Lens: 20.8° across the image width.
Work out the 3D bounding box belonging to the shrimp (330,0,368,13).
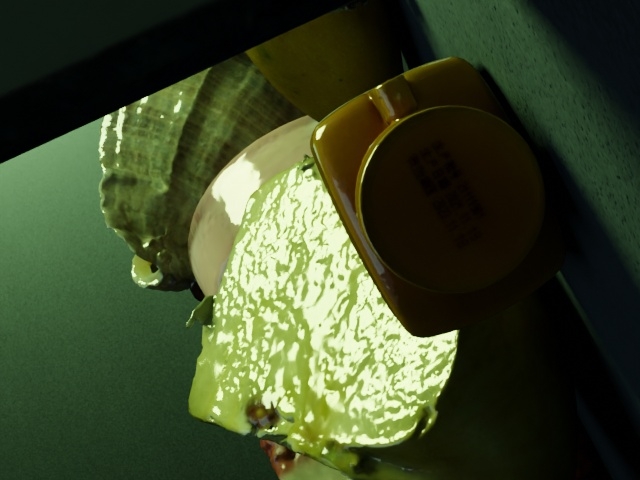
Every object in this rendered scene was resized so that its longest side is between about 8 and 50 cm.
[{"bbox_3d":[-0.005,-0.242,1.193,0.082,0.076,0.174,-20,-105,-49],"label":"shrimp"}]

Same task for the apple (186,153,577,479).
[{"bbox_3d":[0.062,0.096,1.305,0.309,0.252,0.314,4,120,49],"label":"apple"}]

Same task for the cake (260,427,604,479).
[{"bbox_3d":[0.124,0.251,1.646,0.319,0.269,0.270,63,180,18],"label":"cake"}]

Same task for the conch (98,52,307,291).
[{"bbox_3d":[-0.050,-0.098,1.650,0.297,0.210,0.352,56,-145,-8],"label":"conch"}]

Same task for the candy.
[{"bbox_3d":[0.000,0.000,1.537,0.094,0.255,0.255,59,178,37],"label":"candy"}]

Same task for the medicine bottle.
[{"bbox_3d":[0.069,-0.026,1.042,0.149,0.112,0.222,63,180,-3],"label":"medicine bottle"}]

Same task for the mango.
[{"bbox_3d":[-0.001,-0.163,1.330,0.138,0.113,0.253,58,-175,31],"label":"mango"}]

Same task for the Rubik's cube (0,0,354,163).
[{"bbox_3d":[-0.125,-0.201,0.686,0.307,0.310,0.305,-115,0,-81],"label":"Rubik's cube"}]
